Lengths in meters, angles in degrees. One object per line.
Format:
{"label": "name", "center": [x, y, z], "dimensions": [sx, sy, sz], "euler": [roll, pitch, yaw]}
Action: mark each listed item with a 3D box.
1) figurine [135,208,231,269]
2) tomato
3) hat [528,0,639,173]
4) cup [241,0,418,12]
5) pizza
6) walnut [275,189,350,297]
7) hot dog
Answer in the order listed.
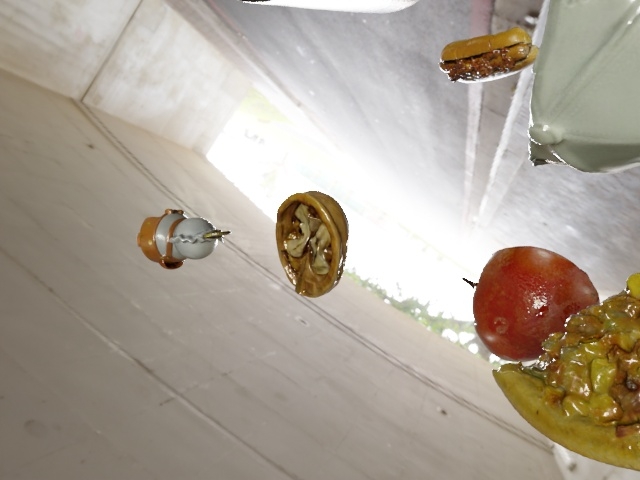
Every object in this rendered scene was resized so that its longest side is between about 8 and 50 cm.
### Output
{"label": "figurine", "center": [-0.323, -0.014, 1.296], "dimensions": [0.143, 0.271, 0.144], "euler": [33, -133, -45]}
{"label": "tomato", "center": [0.453, 0.173, 1.231], "dimensions": [0.308, 0.170, 0.309], "euler": [32, 143, 28]}
{"label": "hat", "center": [0.311, -0.149, 0.413], "dimensions": [0.301, 0.168, 0.258], "euler": [-5, 153, 20]}
{"label": "cup", "center": [0.036, -0.270, 0.388], "dimensions": [0.176, 0.239, 0.166], "euler": [-17, -102, -51]}
{"label": "pizza", "center": [0.369, 0.195, 0.670], "dimensions": [0.087, 0.258, 0.268], "euler": [34, -157, -31]}
{"label": "walnut", "center": [0.000, 0.000, 0.564], "dimensions": [0.052, 0.121, 0.091], "euler": [-24, -135, -37]}
{"label": "hot dog", "center": [0.319, -0.354, 1.089], "dimensions": [0.102, 0.076, 0.249], "euler": [35, 174, -27]}
